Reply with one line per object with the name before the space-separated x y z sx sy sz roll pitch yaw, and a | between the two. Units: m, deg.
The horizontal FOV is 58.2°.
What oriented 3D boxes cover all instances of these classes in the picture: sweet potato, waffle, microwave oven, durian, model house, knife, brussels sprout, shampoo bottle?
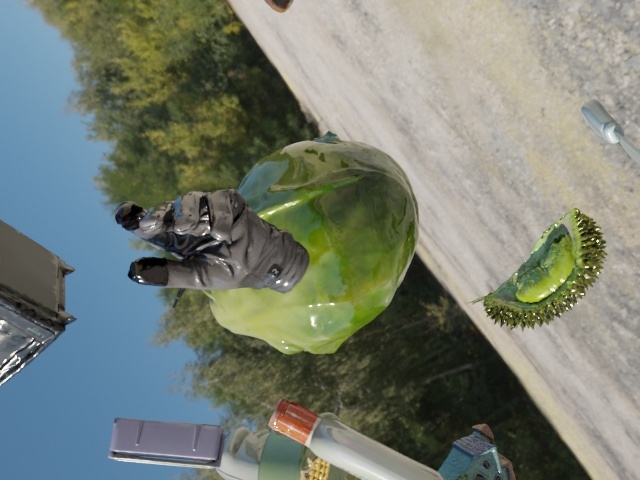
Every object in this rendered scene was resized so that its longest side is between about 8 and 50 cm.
sweet potato | -0.077 -0.449 1.043 0.058 0.055 0.202 58 -176 -27
waffle | -0.010 0.493 1.229 0.021 0.092 0.135 30 131 32
microwave oven | -0.483 0.066 0.761 0.247 0.178 0.188 46 -173 -40
durian | 0.537 0.091 1.357 0.158 0.352 0.169 -5 -132 -50
model house | 0.301 0.418 1.058 0.148 0.148 0.119 34 163 -11
knife | 0.597 -0.190 1.131 0.080 0.044 0.331 46 -157 -28
brussels sprout | 0.002 -0.008 1.065 0.342 0.425 0.361 31 153 -17
shampoo bottle | 0.041 0.261 0.712 0.221 0.051 0.108 26 165 7

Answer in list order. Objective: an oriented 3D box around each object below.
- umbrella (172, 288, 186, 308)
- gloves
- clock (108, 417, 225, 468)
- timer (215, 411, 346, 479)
umbrella | -0.311 0.049 1.454 0.044 0.269 0.044 15 165 15
gloves | -0.127 0.008 0.697 0.119 0.142 0.285 32 -177 33
clock | -0.276 0.370 1.050 0.144 0.193 0.073 121 156 -67
timer | -0.123 0.566 1.461 0.291 0.315 0.290 1 -90 -65
